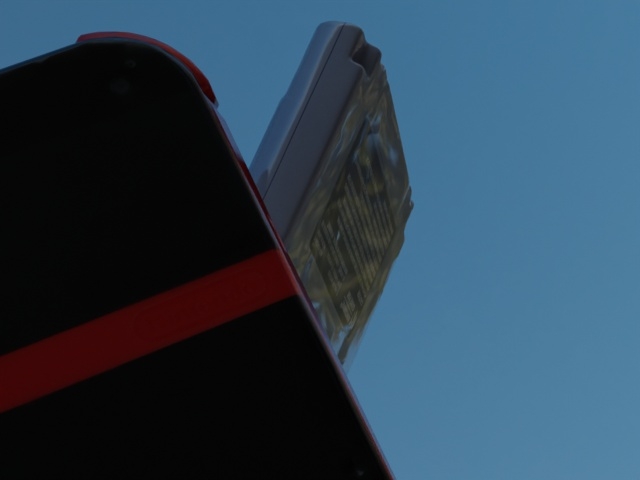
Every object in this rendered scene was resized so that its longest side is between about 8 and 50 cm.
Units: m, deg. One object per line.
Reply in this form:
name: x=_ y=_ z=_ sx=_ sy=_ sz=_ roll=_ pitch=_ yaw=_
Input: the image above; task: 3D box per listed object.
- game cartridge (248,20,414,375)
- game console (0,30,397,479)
game cartridge: x=0.000 y=0.000 z=0.961 sx=0.294 sy=0.060 sz=0.196 roll=69 pitch=-141 yaw=-66
game console: x=-0.189 y=0.082 z=0.711 sx=0.386 sy=0.060 sz=0.342 roll=-22 pitch=-107 yaw=-11
